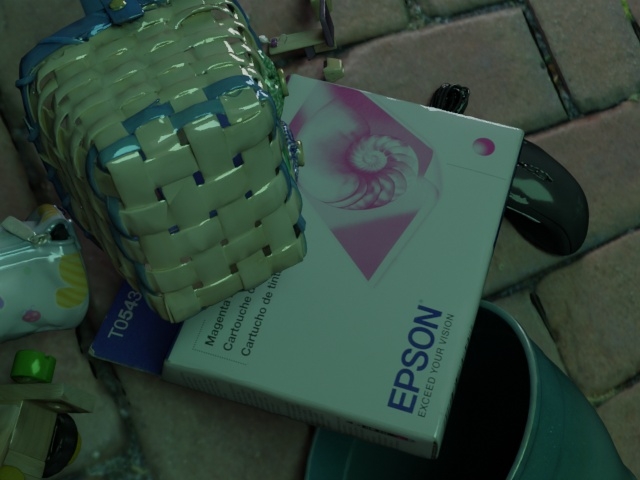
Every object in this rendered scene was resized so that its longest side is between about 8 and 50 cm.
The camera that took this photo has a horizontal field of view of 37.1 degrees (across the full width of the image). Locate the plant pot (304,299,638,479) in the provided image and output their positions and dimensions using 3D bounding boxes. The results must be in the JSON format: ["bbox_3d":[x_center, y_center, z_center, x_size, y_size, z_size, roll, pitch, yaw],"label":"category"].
[{"bbox_3d":[0.169,0.233,0.907,0.255,0.271,0.272,36,63,-28],"label":"plant pot"}]

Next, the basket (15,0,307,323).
[{"bbox_3d":[-0.132,-0.094,0.786,0.201,0.255,0.289,-29,50,-14],"label":"basket"}]

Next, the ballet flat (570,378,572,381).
[{"bbox_3d":[0.269,0.255,1.059,0.068,0.072,0.213,-13,81,-1],"label":"ballet flat"}]

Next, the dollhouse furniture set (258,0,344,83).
[{"bbox_3d":[-0.023,-0.242,1.073,0.081,0.091,0.114,-10,50,12],"label":"dollhouse furniture set"}]

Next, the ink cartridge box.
[{"bbox_3d":[-0.009,-0.001,0.879,0.330,0.071,0.324,15,63,10],"label":"ink cartridge box"}]

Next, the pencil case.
[{"bbox_3d":[-0.328,0.049,0.778,0.273,0.124,0.113,-16,84,-28],"label":"pencil case"}]

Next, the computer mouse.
[{"bbox_3d":[0.211,-0.055,1.108,0.262,0.060,0.184,41,62,-10],"label":"computer mouse"}]

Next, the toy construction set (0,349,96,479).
[{"bbox_3d":[-0.263,0.164,0.693,0.257,0.309,0.237,30,60,-24],"label":"toy construction set"}]
